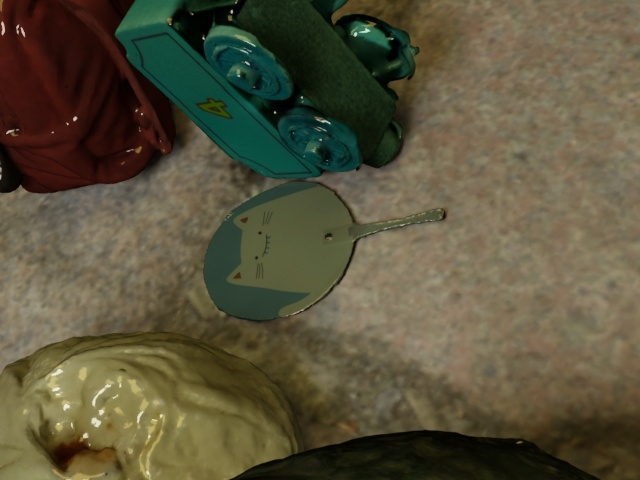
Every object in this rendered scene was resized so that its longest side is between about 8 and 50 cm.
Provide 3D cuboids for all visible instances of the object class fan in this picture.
[{"bbox_3d":[0.000,0.000,0.741,0.175,0.005,0.113,-12,53,17],"label":"fan"}]

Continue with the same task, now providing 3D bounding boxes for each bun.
[{"bbox_3d":[-0.117,0.141,0.611,0.221,0.134,0.220,-10,52,13],"label":"bun"}]

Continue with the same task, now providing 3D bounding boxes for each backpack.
[{"bbox_3d":[-0.196,-0.153,0.804,0.139,0.229,0.229,-6,55,17],"label":"backpack"}]

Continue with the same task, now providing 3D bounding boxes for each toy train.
[{"bbox_3d":[-0.033,-0.119,0.728,0.154,0.198,0.107,4,60,45],"label":"toy train"}]

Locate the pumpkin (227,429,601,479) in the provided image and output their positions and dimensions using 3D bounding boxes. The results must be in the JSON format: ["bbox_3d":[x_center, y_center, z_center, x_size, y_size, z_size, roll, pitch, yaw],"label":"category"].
[{"bbox_3d":[0.044,0.229,0.390,0.257,0.292,0.327,-49,56,36],"label":"pumpkin"}]
